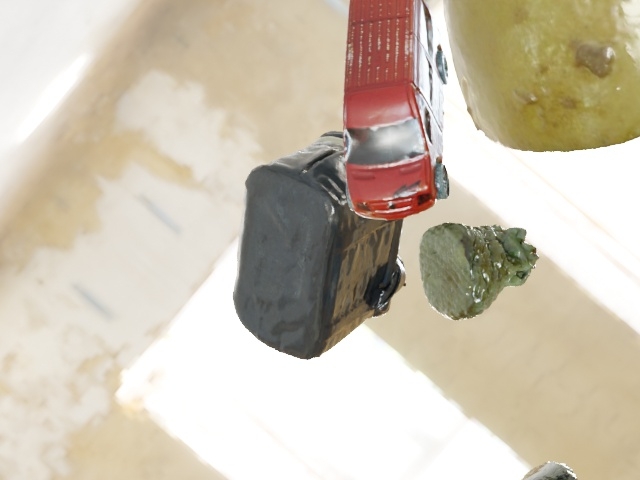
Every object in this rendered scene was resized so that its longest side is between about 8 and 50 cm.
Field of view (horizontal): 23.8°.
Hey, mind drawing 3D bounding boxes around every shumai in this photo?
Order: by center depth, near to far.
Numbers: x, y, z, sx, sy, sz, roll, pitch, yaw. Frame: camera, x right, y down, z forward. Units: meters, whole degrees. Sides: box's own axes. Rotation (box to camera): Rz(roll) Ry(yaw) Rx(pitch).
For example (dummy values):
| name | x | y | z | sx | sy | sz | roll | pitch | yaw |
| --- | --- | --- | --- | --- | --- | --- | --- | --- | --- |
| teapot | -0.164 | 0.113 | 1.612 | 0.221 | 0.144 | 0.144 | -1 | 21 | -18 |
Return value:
| name | x | y | z | sx | sy | sz | roll | pitch | yaw |
| --- | --- | --- | --- | --- | --- | --- | --- | --- | --- |
| shumai | 0.127 | 0.020 | 1.174 | 0.080 | 0.083 | 0.082 | 0 | 117 | -34 |

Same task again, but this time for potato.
| name | x | y | z | sx | sy | sz | roll | pitch | yaw |
| --- | --- | --- | --- | --- | --- | --- | --- | --- | --- |
| potato | 0.136 | -0.154 | 0.769 | 0.178 | 0.158 | 0.203 | -43 | -155 | -19 |

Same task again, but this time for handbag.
| name | x | y | z | sx | sy | sz | roll | pitch | yaw |
| --- | --- | --- | --- | --- | --- | --- | --- | --- | --- |
| handbag | 0.000 | 0.000 | 1.838 | 0.181 | 0.181 | 0.254 | -29 | 134 | -48 |

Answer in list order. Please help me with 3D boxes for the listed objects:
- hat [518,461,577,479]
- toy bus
| name | x | y | z | sx | sy | sz | roll | pitch | yaw |
| --- | --- | --- | --- | --- | --- | --- | --- | --- | --- |
| hat | 0.146 | 0.323 | 1.519 | 0.265 | 0.128 | 0.266 | -160 | -90 | -83 |
| toy bus | 0.059 | -0.112 | 1.249 | 0.089 | 0.081 | 0.195 | 64 | 25 | -52 |
